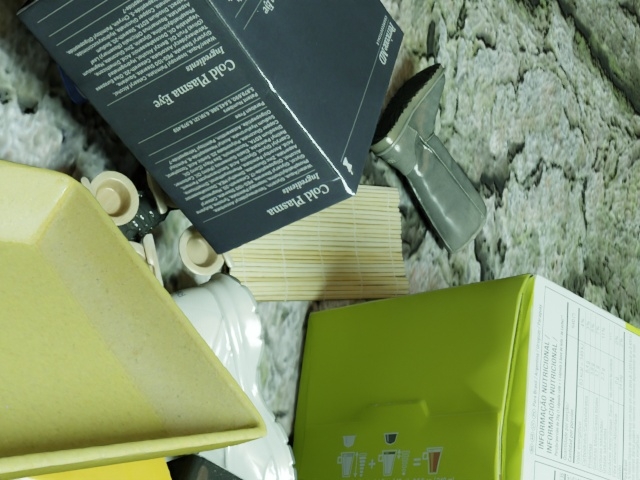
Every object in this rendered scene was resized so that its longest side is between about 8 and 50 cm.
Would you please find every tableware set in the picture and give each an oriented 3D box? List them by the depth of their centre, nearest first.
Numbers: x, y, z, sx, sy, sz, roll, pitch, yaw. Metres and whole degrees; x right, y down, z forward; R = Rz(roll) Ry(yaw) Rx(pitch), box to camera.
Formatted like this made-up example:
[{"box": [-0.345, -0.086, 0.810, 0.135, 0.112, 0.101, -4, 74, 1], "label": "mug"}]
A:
[{"box": [-0.166, -0.017, 1.062, 0.169, 0.020, 0.141, -23, 93, -40], "label": "tableware set"}]

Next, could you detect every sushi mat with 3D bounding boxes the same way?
[{"box": [0.000, 0.000, 1.301, 0.316, 0.019, 0.151, 2, 78, -45], "label": "sushi mat"}]

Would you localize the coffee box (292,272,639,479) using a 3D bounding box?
[{"box": [0.191, 0.263, 1.195, 0.334, 0.338, 0.338, 25, 63, -38], "label": "coffee box"}]

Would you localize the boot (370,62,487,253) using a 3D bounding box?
[{"box": [0.171, -0.115, 1.463, 0.208, 0.076, 0.189, 44, 66, -20], "label": "boot"}]

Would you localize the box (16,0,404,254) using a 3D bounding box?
[{"box": [-0.088, -0.222, 1.091, 0.312, 0.179, 0.343, 52, 33, -24], "label": "box"}]

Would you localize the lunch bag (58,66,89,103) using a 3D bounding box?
[{"box": [-0.233, -0.186, 1.083, 0.067, 0.065, 0.098, -20, 93, -62], "label": "lunch bag"}]

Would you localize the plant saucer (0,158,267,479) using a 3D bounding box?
[{"box": [-0.242, 0.062, 0.814, 0.333, 0.081, 0.333, 49, 18, 25], "label": "plant saucer"}]

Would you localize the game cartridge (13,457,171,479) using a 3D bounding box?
[{"box": [-0.282, 0.101, 0.855, 0.324, 0.052, 0.285, 26, 22, -37], "label": "game cartridge"}]

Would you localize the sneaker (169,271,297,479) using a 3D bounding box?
[{"box": [-0.113, 0.188, 1.097, 0.129, 0.111, 0.297, -13, 85, -31], "label": "sneaker"}]

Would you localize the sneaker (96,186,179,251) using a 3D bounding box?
[{"box": [-0.203, -0.007, 1.077, 0.170, 0.051, 0.089, -5, 84, -41], "label": "sneaker"}]

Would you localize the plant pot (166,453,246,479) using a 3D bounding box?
[{"box": [-0.112, 0.320, 0.942, 0.187, 0.188, 0.167, 36, 54, -22], "label": "plant pot"}]
